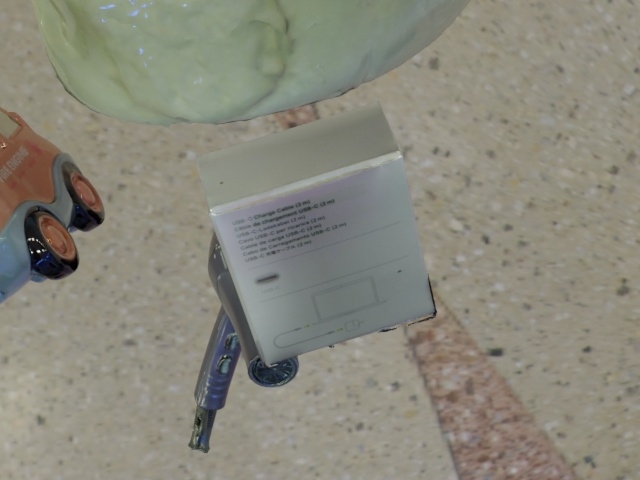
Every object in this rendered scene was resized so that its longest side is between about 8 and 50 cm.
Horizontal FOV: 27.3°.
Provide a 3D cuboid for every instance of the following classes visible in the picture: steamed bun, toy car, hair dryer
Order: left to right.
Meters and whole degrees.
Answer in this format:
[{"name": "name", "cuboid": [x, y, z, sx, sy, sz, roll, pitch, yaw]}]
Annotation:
[{"name": "toy car", "cuboid": [-0.343, -0.034, 1.229, 0.180, 0.270, 0.212, -33, 106, 15]}, {"name": "hair dryer", "cuboid": [-0.111, 0.160, 1.742, 0.301, 0.121, 0.361, -104, 27, -51]}, {"name": "steamed bun", "cuboid": [-0.014, -0.214, 0.658, 0.272, 0.290, 0.273, -4, 42, 12]}]

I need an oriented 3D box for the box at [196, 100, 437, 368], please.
[{"name": "box", "cuboid": [0.000, 0.000, 1.408, 0.203, 0.252, 0.106, -17, 45, 0]}]
